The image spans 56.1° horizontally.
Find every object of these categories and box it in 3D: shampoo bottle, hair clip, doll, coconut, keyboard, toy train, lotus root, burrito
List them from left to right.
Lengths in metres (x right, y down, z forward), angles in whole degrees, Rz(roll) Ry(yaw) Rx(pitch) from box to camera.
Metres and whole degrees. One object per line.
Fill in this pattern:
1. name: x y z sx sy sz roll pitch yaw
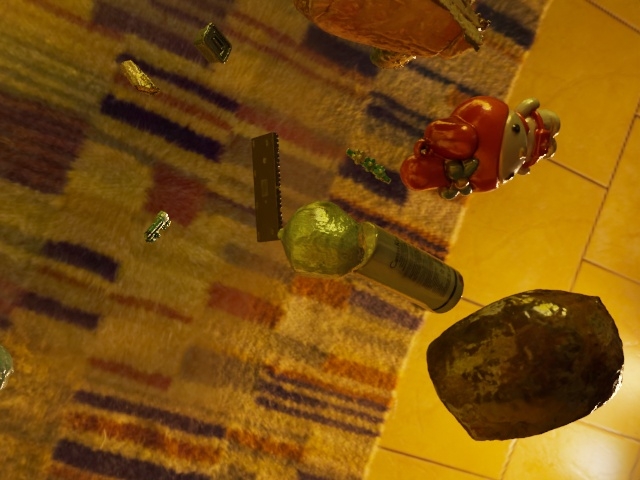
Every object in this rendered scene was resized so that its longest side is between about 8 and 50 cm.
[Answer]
1. burrito: -0.496 -0.440 1.635 0.055 0.041 0.149 -31 62 -22
2. toy train: -0.425 -0.033 1.558 0.029 0.045 0.092 21 57 21
3. keyboard: -0.152 -0.154 1.754 0.027 0.106 0.316 2 84 -51
4. coconut: 0.000 0.000 0.630 0.096 0.088 0.087 12 92 12
5. hair clip: 0.151 -0.229 1.821 0.173 0.049 0.049 32 85 -26
6. shampoo bottle: 0.114 0.037 0.947 0.263 0.085 0.085 27 87 -33
7. doll: 0.260 -0.153 0.978 0.291 0.130 0.160 -13 122 -23
8. lotus root: 0.348 0.209 1.003 0.314 0.142 0.210 -27 104 13

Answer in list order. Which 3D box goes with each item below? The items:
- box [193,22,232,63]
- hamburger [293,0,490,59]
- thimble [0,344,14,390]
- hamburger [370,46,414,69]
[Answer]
1. box: -0.295 -0.531 1.634 0.099 0.054 0.074 46 54 -44
2. hamburger: 0.089 -0.351 0.845 0.246 0.282 0.155 -9 67 24
3. thimble: -0.765 0.274 1.234 0.235 0.198 0.143 -17 132 13
4. hamburger: 0.176 -0.469 1.234 0.192 0.288 0.167 -43 96 -13
